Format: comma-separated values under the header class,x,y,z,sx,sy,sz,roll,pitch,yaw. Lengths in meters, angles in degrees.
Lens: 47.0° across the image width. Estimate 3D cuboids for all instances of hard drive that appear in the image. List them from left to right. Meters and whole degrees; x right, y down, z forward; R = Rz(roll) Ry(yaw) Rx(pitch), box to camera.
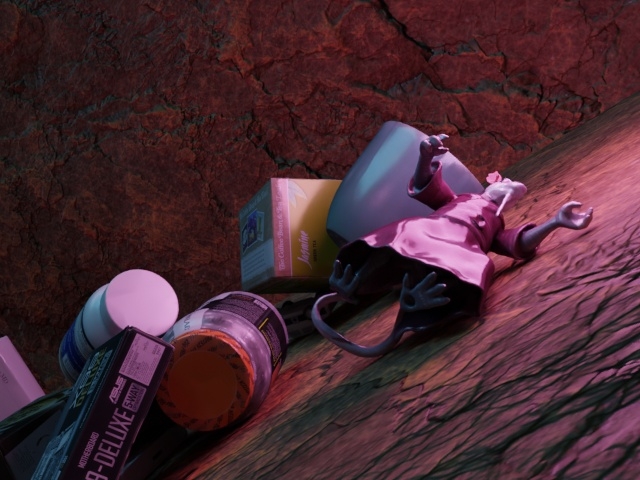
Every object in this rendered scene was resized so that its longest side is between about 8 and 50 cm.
class,x,y,z,sx,sy,sz,roll,pitch,yaw
hard drive,-0.410,0.414,1.305,0.308,0.040,0.203,-22,4,21

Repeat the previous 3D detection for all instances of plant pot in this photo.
class,x,y,z,sx,sy,sz,roll,pitch,yaw
plant pot,0.152,-0.045,1.430,0.235,0.293,0.293,-47,3,-6

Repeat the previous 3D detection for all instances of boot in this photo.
class,x,y,z,sx,sy,sz,roll,pitch,yaw
boot,-0.363,0.320,1.327,0.248,0.090,0.207,-14,8,46

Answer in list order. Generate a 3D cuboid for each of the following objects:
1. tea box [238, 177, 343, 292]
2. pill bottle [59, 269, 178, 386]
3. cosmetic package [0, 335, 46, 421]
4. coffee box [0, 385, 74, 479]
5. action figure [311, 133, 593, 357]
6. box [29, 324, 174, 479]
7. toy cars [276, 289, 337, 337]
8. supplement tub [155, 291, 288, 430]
class,x,y,z,sx,sy,sz,roll,pitch,yaw
tea box,0.000,0.000,1.695,0.324,0.219,0.329,1,-10,-18
pill bottle,-0.356,0.163,1.300,0.153,0.153,0.265,-33,-6,-43
cosmetic package,-0.782,0.464,1.758,0.284,0.377,0.097,-33,2,-2
coffee box,-0.522,0.372,1.337,0.168,0.118,0.297,-21,5,19
action figure,0.200,0.013,1.063,0.370,0.248,0.275,-35,-24,-46
box,-0.334,0.292,1.051,0.242,0.077,0.307,-29,36,56
toy cars,-0.126,0.232,1.679,0.394,0.087,0.176,-28,12,-16
supplement tub,-0.166,0.201,1.253,0.194,0.193,0.316,-32,1,6
